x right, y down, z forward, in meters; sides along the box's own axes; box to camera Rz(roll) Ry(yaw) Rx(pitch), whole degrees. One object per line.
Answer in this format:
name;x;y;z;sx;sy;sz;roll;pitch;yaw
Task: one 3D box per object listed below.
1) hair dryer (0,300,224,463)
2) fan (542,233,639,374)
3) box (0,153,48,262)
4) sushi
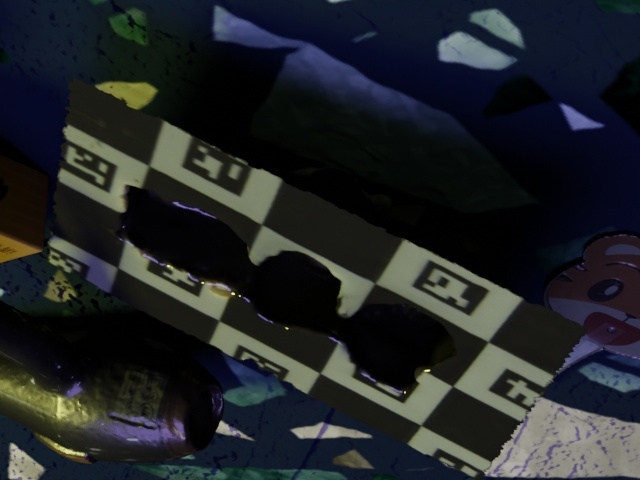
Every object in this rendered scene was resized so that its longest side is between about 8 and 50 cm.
hair dryer;-0.258;0.068;1.495;0.304;0.120;0.359;14;163;23
fan;0.219;0.067;1.449;0.152;0.008;0.227;25;144;-17
box;-0.339;-0.019;1.447;0.237;0.070;0.152;-16;154;34
sushi;0.000;0.000;1.371;0.373;0.100;0.296;26;153;2
